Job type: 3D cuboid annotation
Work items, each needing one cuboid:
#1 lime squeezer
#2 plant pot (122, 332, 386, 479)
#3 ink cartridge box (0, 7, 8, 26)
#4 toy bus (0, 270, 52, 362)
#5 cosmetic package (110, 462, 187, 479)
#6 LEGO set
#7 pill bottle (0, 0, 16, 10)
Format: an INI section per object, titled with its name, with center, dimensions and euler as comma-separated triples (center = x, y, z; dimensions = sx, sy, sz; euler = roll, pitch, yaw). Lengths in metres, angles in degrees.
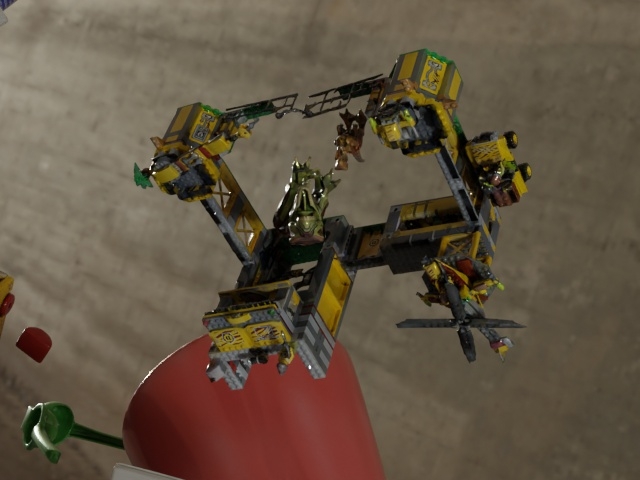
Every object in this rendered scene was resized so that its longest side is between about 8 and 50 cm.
[lime squeezer]
center = -0.312, 0.237, 1.552
dimensions = 0.110, 0.059, 0.310
euler = 39, -1, 11
[plant pot]
center = -0.049, 0.259, 1.391
dimensions = 0.275, 0.275, 0.243
euler = 20, 26, -37
[ink cartridge box]
center = -0.290, -0.150, 0.950
dimensions = 0.052, 0.088, 0.122
euler = 58, 10, -14
[toy bus]
center = -0.429, 0.114, 1.491
dimensions = 0.191, 0.202, 0.104
euler = -20, 16, 25
[cosmetic package]
center = -0.106, 0.372, 0.958
dimensions = 0.155, 0.365, 0.197
euler = 9, -17, 27
[LEGO set]
center = 0.000, 0.000, 1.089
dimensions = 0.331, 0.192, 0.255
euler = -4, -49, 21
[pill bottle]
center = -0.440, -0.300, 1.485
dimensions = 0.153, 0.265, 0.153
euler = 40, -19, 17
